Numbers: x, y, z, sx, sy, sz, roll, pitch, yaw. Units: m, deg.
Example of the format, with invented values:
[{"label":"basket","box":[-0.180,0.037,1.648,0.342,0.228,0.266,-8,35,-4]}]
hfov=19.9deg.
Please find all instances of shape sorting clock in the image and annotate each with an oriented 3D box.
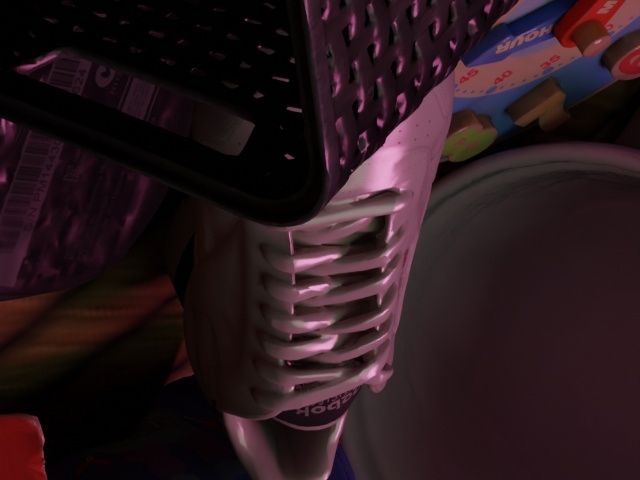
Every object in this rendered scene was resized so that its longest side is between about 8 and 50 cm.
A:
[{"label":"shape sorting clock","box":[0.088,-0.083,0.646,0.206,0.040,0.206,-23,158,-10]}]

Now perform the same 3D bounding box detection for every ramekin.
[{"label":"ramekin","box":[0.119,0.060,0.771,0.207,0.207,0.109,-52,162,21]}]

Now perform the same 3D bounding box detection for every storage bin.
[{"label":"storage bin","box":[-0.032,-0.106,0.329,0.084,0.122,0.180,-47,145,-34]}]

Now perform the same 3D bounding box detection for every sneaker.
[{"label":"sneaker","box":[0.000,0.000,0.574,0.090,0.095,0.235,-4,152,-8]}]

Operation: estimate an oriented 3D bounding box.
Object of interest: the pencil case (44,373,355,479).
[{"label":"pencil case","box":[-0.125,0.135,0.631,0.306,0.133,0.119,-15,110,-45]}]

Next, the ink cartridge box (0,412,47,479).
[{"label":"ink cartridge box","box":[-0.169,0.107,0.414,0.056,0.224,0.181,-77,170,-47]}]

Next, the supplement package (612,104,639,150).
[{"label":"supplement package","box":[0.218,0.040,0.896,0.175,0.177,0.293,-9,140,-48]}]

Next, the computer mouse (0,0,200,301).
[{"label":"computer mouse","box":[-0.113,-0.073,0.413,0.262,0.060,0.184,-6,117,-57]}]
